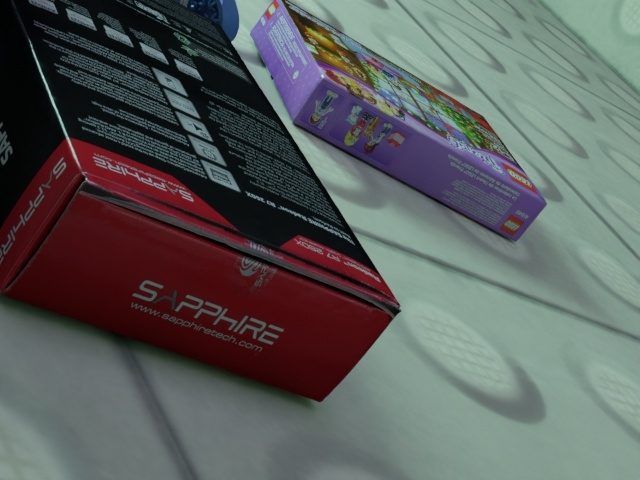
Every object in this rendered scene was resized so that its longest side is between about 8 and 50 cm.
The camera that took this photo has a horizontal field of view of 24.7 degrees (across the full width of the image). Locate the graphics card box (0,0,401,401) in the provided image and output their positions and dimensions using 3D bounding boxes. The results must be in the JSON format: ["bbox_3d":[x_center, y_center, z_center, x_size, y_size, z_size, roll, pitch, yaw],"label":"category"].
[{"bbox_3d":[-0.121,-0.068,0.941,0.233,0.094,0.371,22,24,-36],"label":"graphics card box"}]

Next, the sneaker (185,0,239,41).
[{"bbox_3d":[-0.129,-0.251,1.387,0.090,0.081,0.232,5,34,-45],"label":"sneaker"}]

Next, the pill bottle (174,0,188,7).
[{"bbox_3d":[-0.163,-0.216,1.262,0.067,0.067,0.120,39,18,5],"label":"pill bottle"}]

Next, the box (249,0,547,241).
[{"bbox_3d":[0.078,-0.125,1.495,0.293,0.057,0.201,26,22,-29],"label":"box"}]
